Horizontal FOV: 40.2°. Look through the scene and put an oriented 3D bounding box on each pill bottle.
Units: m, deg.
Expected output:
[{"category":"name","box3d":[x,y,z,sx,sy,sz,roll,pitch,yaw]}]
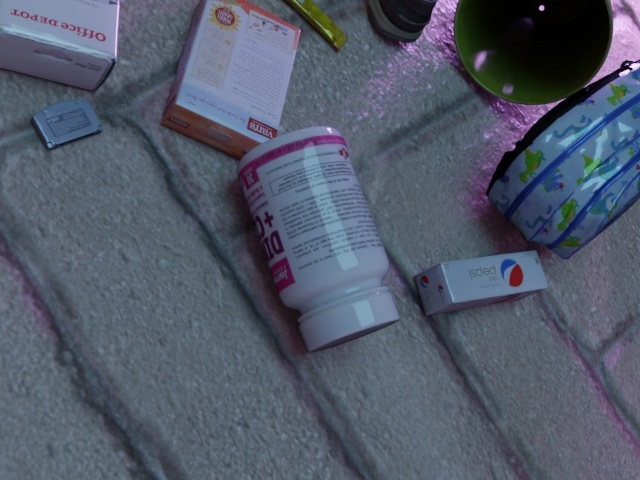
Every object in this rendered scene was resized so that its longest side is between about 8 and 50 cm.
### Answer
[{"category":"pill bottle","box3d":[0.000,0.000,1.215,0.160,0.160,0.283,-12,76,-36]}]

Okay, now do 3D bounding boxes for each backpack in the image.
[{"category":"backpack","box3d":[0.451,-0.133,1.492,0.356,0.290,0.273,-17,72,-29]}]

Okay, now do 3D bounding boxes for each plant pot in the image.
[{"category":"plant pot","box3d":[0.419,-0.434,1.630,0.275,0.275,0.293,47,38,-7]}]

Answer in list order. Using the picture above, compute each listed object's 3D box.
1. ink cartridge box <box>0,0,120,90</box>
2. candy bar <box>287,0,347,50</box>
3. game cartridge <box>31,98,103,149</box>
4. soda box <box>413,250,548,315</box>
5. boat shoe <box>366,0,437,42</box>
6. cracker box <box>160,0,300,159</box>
[{"category":"ink cartridge box","box3d":[-0.355,-0.327,1.172,0.159,0.092,0.217,11,63,-29]},{"category":"candy bar","box3d":[-0.019,-0.381,1.456,0.161,0.018,0.040,41,50,-11]},{"category":"game cartridge","box3d":[-0.336,-0.156,1.159,0.083,0.017,0.056,-27,89,-38]},{"category":"soda box","box3d":[0.260,0.067,1.407,0.216,0.074,0.069,-6,73,-34]},{"category":"boat shoe","box3d":[0.140,-0.528,1.550,0.132,0.130,0.355,-5,73,-34]},{"category":"cracker box","box3d":[-0.129,-0.246,1.297,0.156,0.067,0.232,24,58,-22]}]
